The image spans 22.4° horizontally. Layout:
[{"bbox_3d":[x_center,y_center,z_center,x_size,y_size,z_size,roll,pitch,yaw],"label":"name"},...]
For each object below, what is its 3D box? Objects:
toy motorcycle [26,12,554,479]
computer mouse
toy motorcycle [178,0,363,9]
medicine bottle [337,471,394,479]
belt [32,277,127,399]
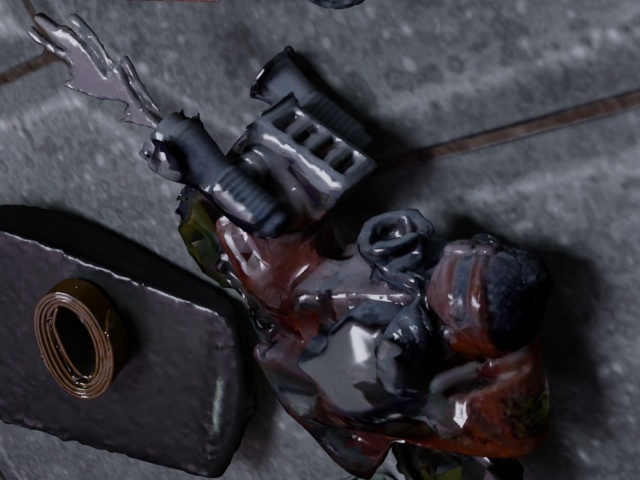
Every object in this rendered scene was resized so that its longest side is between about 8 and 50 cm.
[{"bbox_3d":[0.000,0.000,0.942,0.401,0.134,0.207,47,143,3],"label":"toy motorcycle"},{"bbox_3d":[-0.172,0.067,1.223,0.295,0.087,0.168,19,120,15],"label":"computer mouse"},{"bbox_3d":[-0.081,-0.207,0.884,0.298,0.089,0.171,10,127,42],"label":"toy motorcycle"},{"bbox_3d":[-0.021,0.221,1.205,0.074,0.074,0.218,56,145,-8],"label":"medicine bottle"},{"bbox_3d":[-0.169,0.069,1.151,0.059,0.036,0.083,-14,106,18],"label":"belt"}]
